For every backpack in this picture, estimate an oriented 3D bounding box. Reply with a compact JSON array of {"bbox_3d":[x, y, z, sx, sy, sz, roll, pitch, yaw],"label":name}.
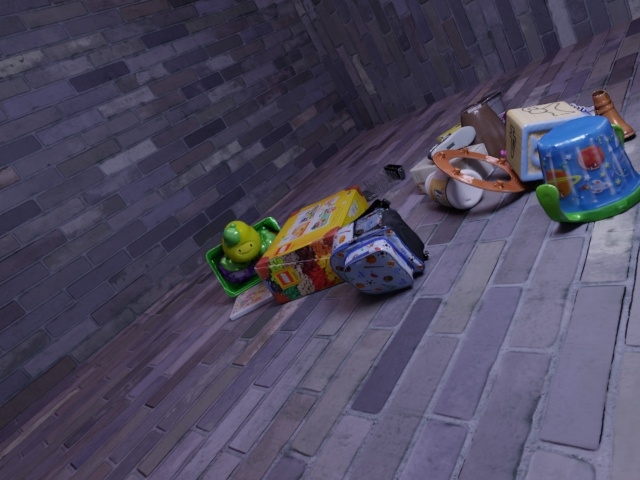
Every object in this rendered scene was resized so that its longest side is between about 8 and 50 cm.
[{"bbox_3d":[0.166,0.048,1.292,0.264,0.276,0.213,-21,34,37],"label":"backpack"}]

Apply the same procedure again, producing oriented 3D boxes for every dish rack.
[{"bbox_3d":[0.317,-0.313,2.239,0.272,0.074,0.208,-33,18,-5],"label":"dish rack"}]

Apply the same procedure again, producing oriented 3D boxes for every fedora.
[{"bbox_3d":[0.918,-0.725,2.284,0.244,0.124,0.276,-39,11,-30],"label":"fedora"}]

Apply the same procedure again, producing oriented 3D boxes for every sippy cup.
[{"bbox_3d":[0.703,-0.201,1.105,0.240,0.224,0.305,-19,21,31],"label":"sippy cup"}]

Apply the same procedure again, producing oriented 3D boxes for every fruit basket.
[{"bbox_3d":[-0.327,0.056,1.887,0.392,0.282,0.392,-31,-2,-1],"label":"fruit basket"}]

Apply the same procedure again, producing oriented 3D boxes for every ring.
[{"bbox_3d":[0.564,-0.259,1.448,0.337,0.032,0.336,7,33,-4],"label":"ring"}]

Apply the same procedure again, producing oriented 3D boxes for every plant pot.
[{"bbox_3d":[0.704,-0.467,1.784,0.216,0.230,0.215,-27,18,10],"label":"plant pot"}]

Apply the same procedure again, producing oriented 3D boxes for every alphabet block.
[{"bbox_3d":[0.729,-0.325,1.346,0.193,0.193,0.197,-4,30,12],"label":"alphabet block"}]

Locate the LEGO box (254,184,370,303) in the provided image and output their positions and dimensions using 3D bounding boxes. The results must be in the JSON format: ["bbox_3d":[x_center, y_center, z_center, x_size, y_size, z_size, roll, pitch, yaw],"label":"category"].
[{"bbox_3d":[0.000,0.000,1.727,0.373,0.193,0.500,-22,20,24],"label":"LEGO box"}]

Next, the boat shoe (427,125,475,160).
[{"bbox_3d":[0.540,-0.404,1.712,0.220,0.077,0.070,-33,19,-6],"label":"boat shoe"}]

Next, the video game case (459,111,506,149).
[{"bbox_3d":[0.820,-0.545,2.071,0.210,0.041,0.232,-24,18,44],"label":"video game case"}]

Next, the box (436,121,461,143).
[{"bbox_3d":[0.747,-0.577,2.236,0.232,0.087,0.058,-33,20,-8],"label":"box"}]

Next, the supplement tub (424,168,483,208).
[{"bbox_3d":[0.495,-0.199,1.549,0.144,0.144,0.200,-33,18,-6],"label":"supplement tub"}]

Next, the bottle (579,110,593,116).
[{"bbox_3d":[0.903,-0.367,1.431,0.118,0.092,0.282,-19,22,32],"label":"bottle"}]

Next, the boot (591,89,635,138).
[{"bbox_3d":[0.963,-0.419,1.374,0.073,0.152,0.197,-24,20,19],"label":"boot"}]

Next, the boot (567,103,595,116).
[{"bbox_3d":[1.018,-0.510,1.632,0.190,0.086,0.069,-26,19,16],"label":"boot"}]

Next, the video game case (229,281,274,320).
[{"bbox_3d":[-0.280,0.243,1.802,0.227,0.026,0.206,-28,18,9],"label":"video game case"}]

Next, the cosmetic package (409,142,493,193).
[{"bbox_3d":[0.549,-0.297,1.747,0.153,0.129,0.296,-38,19,-25],"label":"cosmetic package"}]

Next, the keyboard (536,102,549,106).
[{"bbox_3d":[0.986,-0.616,1.976,0.108,0.023,0.180,-21,8,-20],"label":"keyboard"}]

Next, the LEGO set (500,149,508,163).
[{"bbox_3d":[0.757,-0.351,1.516,0.227,0.093,0.087,-44,20,47],"label":"LEGO set"}]
